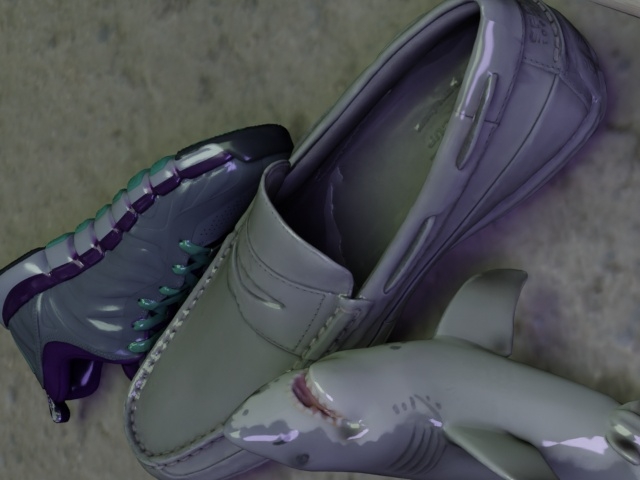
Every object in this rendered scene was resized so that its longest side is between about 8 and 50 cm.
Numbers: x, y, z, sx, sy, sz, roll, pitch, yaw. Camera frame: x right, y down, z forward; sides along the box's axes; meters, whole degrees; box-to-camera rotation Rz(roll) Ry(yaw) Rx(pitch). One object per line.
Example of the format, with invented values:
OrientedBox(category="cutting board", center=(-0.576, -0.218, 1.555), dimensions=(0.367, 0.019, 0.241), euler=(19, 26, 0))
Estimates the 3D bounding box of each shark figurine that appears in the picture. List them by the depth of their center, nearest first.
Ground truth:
OrientedBox(category="shark figurine", center=(0.110, 0.120, 0.720), dimensions=(0.278, 0.166, 0.116), euler=(27, 128, 15))

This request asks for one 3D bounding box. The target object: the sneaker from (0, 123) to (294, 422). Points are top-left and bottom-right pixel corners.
OrientedBox(category="sneaker", center=(-0.086, 0.020, 0.914), dimensions=(0.224, 0.083, 0.098), euler=(-31, 80, 33))

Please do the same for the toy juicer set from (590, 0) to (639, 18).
OrientedBox(category="toy juicer set", center=(0.191, -0.136, 0.627), dimensions=(0.329, 0.089, 0.209), euler=(-30, 49, -14))

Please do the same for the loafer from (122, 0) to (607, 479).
OrientedBox(category="loafer", center=(0.000, 0.000, 0.812), dimensions=(0.319, 0.111, 0.112), euler=(-49, 53, 17))
